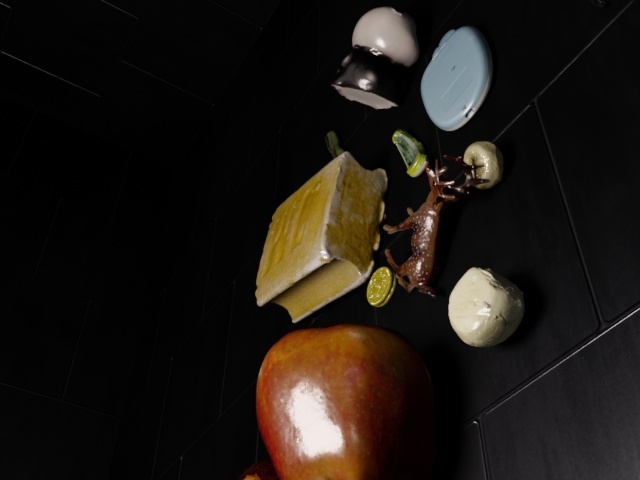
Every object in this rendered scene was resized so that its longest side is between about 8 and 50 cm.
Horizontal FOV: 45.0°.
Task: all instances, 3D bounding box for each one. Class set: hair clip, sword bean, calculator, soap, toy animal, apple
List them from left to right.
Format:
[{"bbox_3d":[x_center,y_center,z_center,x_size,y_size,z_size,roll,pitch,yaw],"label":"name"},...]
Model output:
[{"bbox_3d":[0.000,0.000,1.767,0.335,0.156,0.294,-34,35,52],"label":"soap"},{"bbox_3d":[0.054,-0.220,2.011,0.269,0.038,0.043,-112,24,-60],"label":"sword bean"},{"bbox_3d":[0.044,0.280,1.232,0.288,0.288,0.317,-48,39,39],"label":"apple"},{"bbox_3d":[0.143,-0.440,1.848,0.235,0.165,0.187,-66,23,-4],"label":"toy animal"},{"bbox_3d":[0.193,-0.186,1.657,0.060,0.033,0.188,-59,26,24],"label":"hair clip"},{"bbox_3d":[0.202,-0.022,1.402,0.260,0.087,0.244,175,91,-68],"label":"toy animal"},{"bbox_3d":[0.278,-0.344,1.603,0.188,0.042,0.303,-54,28,32],"label":"calculator"}]

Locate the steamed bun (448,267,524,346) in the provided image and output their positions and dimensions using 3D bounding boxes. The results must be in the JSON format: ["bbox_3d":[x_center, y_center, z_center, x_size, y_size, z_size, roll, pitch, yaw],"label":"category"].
[{"bbox_3d":[0.251,0.106,1.159,0.113,0.090,0.130,-59,20,7],"label":"steamed bun"}]

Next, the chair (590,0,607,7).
[{"bbox_3d":[0.425,-0.511,1.290,0.140,0.145,0.221,-55,25,25],"label":"chair"}]

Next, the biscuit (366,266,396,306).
[{"bbox_3d":[0.123,0.094,1.557,0.084,0.023,0.084,-47,31,40],"label":"biscuit"}]

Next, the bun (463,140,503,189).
[{"bbox_3d":[0.290,-0.132,1.348,0.086,0.054,0.086,172,90,-69],"label":"bun"}]

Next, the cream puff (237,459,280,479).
[{"bbox_3d":[-0.081,0.525,1.414,0.239,0.164,0.239,-44,35,44],"label":"cream puff"}]
